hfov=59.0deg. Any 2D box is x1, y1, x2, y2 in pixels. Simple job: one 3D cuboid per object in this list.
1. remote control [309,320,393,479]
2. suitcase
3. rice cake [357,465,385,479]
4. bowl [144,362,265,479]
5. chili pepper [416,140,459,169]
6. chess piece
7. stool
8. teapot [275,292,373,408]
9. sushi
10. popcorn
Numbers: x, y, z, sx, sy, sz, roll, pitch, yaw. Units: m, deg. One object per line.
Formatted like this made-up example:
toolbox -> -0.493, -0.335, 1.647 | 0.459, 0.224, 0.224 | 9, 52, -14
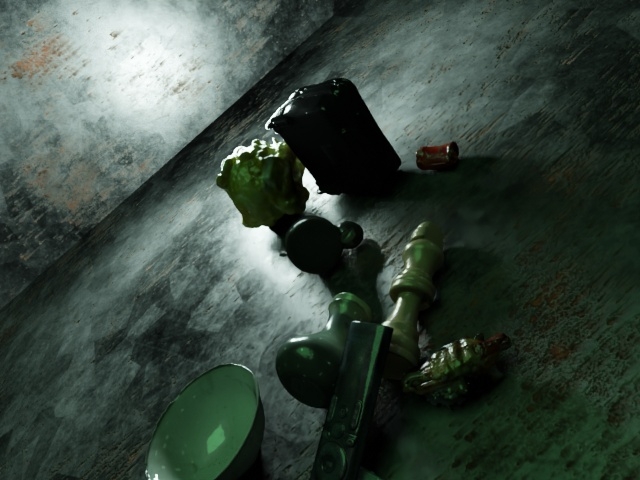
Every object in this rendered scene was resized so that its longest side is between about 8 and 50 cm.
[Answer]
remote control -> 0.051, 0.341, 1.072 | 0.107, 0.044, 0.377 | -3, 65, 52
suitcase -> 0.050, -0.300, 1.700 | 0.188, 0.345, 0.339 | -50, 31, -21
rice cake -> 0.080, 0.442, 1.047 | 0.245, 0.042, 0.045 | 7, 68, 49
bowl -> -0.222, 0.445, 1.263 | 0.313, 0.146, 0.313 | -26, 36, 21
chili pepper -> 0.328, -0.238, 1.601 | 0.123, 0.073, 0.070 | -1, 7, 43
chess piece -> 0.206, 0.111, 1.262 | 0.117, 0.117, 0.397 | -10, 41, 39
stool -> 0.001, 0.009, 1.592 | 0.139, 0.228, 0.153 | -122, 39, -78
teapot -> 0.020, 0.238, 1.257 | 0.184, 0.183, 0.251 | -10, 31, 39
sushi -> 0.258, 0.247, 1.057 | 0.226, 0.103, 0.097 | -34, 6, 15
popcorn -> -0.192, -0.194, 1.899 | 0.312, 0.312, 0.312 | -27, 34, 20
